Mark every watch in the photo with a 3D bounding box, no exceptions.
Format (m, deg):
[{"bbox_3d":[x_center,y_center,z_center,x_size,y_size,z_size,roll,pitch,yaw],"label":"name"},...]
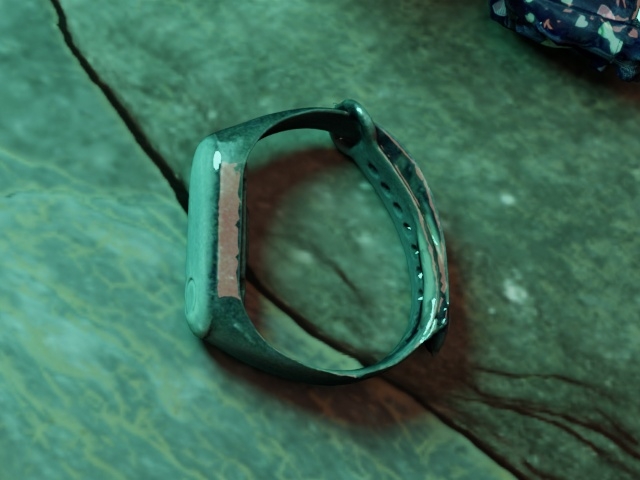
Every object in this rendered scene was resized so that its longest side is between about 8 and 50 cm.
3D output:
[{"bbox_3d":[0.000,0.000,1.429,0.193,0.068,0.206,5,79,-19],"label":"watch"}]

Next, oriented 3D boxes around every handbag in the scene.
[{"bbox_3d":[0.228,-0.254,1.533,0.162,0.113,0.260,15,74,-6],"label":"handbag"}]
